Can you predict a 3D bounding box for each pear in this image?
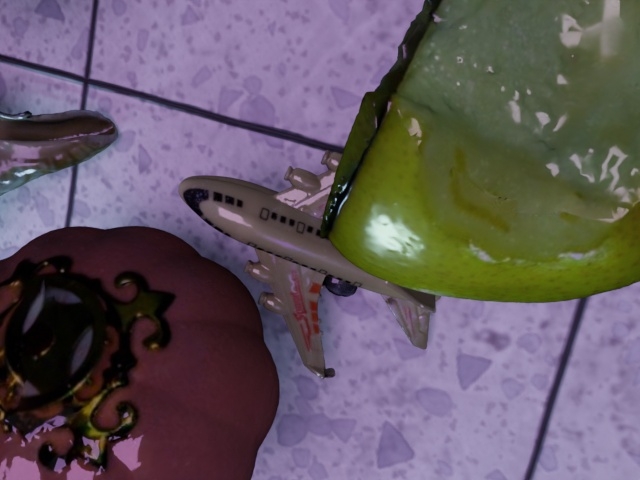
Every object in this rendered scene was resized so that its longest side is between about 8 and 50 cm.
[{"bbox_3d":[0.157,-0.062,0.541,0.292,0.159,0.292,0,94,0],"label":"pear"}]

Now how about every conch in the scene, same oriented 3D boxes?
[{"bbox_3d":[-0.398,-0.069,0.803,0.386,0.169,0.203,-26,116,-9],"label":"conch"}]

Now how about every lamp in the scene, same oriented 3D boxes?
[{"bbox_3d":[-0.185,0.137,0.702,0.305,0.240,0.305,-2,61,4],"label":"lamp"}]

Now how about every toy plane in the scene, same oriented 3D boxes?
[{"bbox_3d":[0.000,0.000,0.673,0.244,0.092,0.229,25,111,0],"label":"toy plane"}]
